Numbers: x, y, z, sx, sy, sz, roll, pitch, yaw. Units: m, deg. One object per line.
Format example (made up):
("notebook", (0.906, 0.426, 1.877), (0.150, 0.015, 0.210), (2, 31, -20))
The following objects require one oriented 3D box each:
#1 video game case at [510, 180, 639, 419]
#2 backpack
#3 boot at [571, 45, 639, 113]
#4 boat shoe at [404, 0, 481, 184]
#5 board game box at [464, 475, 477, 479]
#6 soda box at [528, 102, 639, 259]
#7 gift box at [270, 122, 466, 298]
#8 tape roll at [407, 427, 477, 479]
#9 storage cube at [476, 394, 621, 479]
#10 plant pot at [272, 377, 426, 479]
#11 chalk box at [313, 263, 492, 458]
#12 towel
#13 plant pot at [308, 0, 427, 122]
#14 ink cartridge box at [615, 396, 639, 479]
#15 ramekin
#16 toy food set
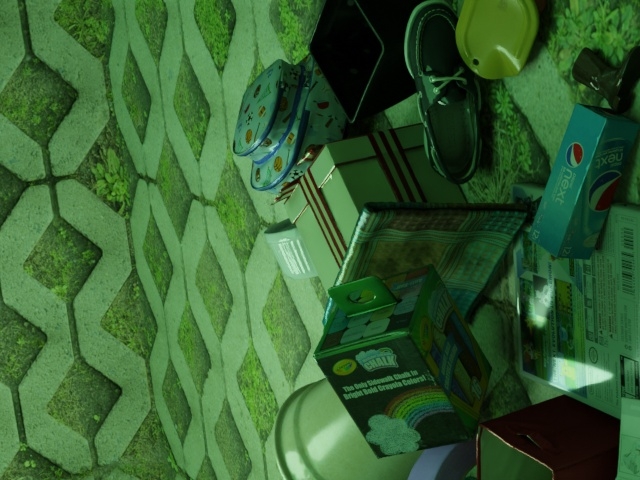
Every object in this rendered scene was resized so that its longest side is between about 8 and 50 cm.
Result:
("video game case", (0.399, 0.090, 1.684), (0.300, 0.036, 0.329), (21, 120, 59))
("backpack", (-0.048, -0.212, 2.172), (0.276, 0.213, 0.263), (145, 131, -62))
("boot", (0.396, -0.246, 1.545), (0.114, 0.037, 0.106), (-124, 35, -44))
("boat shoe", (0.209, -0.236, 1.799), (0.091, 0.114, 0.302), (-111, 4, -62))
("board game box", (0.321, 0.539, 2.018), (0.210, 0.047, 0.160), (18, 118, 59))
("soda box", (0.370, -0.081, 1.568), (0.071, 0.067, 0.210), (44, 124, 53))
("gift box", (0.082, -0.050, 1.997), (0.276, 0.255, 0.258), (-45, 63, 52))
("tape roll", (0.273, 0.444, 1.816), (0.090, 0.275, 0.274), (-20, 84, 63))
("storage cube", (0.368, 0.369, 1.691), (0.184, 0.193, 0.215), (26, 124, 57))
("plant pot", (0.124, 0.327, 2.061), (0.305, 0.334, 0.334), (-54, 53, 42))
("chalk box", (0.119, 0.167, 1.745), (0.180, 0.179, 0.289), (-17, 115, 29))
("towel", (0.161, 0.053, 1.831), (0.370, 0.271, 0.040), (108, 158, -56))
("plant pot", (0.110, -0.342, 1.910), (0.187, 0.167, 0.188), (62, 150, 27))
("ink cartridge box", (0.500, 0.342, 1.468), (0.275, 0.060, 0.238), (0, 83, 62))
("ramekin", (0.000, 0.000, 2.245), (0.207, 0.207, 0.109), (-1, 111, 63))
("toy food set", (0.287, -0.347, 1.686), (0.128, 0.071, 0.218), (37, 140, 19))
